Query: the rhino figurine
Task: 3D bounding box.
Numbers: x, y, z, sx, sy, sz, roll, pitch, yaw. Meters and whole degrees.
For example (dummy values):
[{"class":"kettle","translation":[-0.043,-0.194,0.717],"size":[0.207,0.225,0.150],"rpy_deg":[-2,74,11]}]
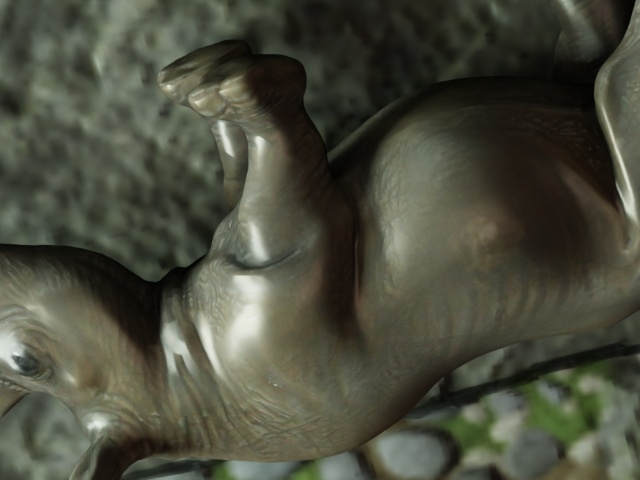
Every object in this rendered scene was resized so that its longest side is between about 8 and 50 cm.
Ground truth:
[{"class":"rhino figurine","translation":[0.000,0.000,0.498],"size":[0.243,0.073,0.106],"rpy_deg":[-26,105,8]}]
